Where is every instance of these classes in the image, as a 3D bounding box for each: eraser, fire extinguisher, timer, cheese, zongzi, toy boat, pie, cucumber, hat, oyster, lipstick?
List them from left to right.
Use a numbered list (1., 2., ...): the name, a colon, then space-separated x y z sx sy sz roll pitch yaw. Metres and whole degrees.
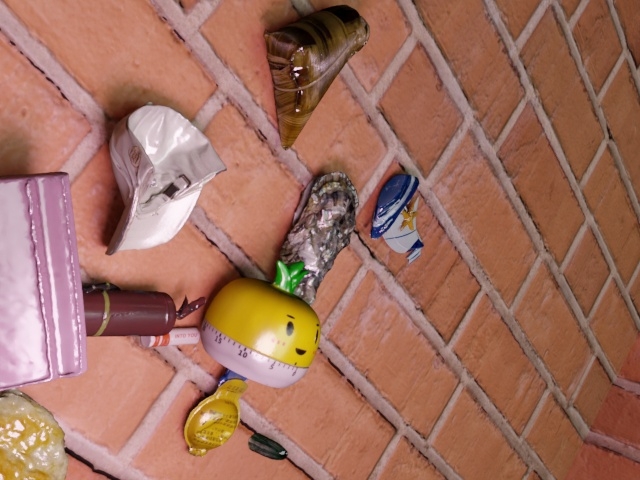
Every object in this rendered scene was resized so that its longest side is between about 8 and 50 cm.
1. pie: -0.639 0.495 1.505 0.395 0.180 0.417 -11 97 -49
2. eraser: -0.553 0.072 1.420 0.272 0.122 0.359 -7 100 -25
3. fire extinguisher: -0.395 0.136 1.665 0.341 0.141 0.105 5 60 -42
4. hat: -0.352 -0.110 1.649 0.301 0.168 0.258 -59 160 17
5. lipstick: -0.327 0.211 1.817 0.131 0.038 0.038 2 100 -45
6. cheese: -0.230 0.389 1.930 0.157 0.064 0.250 27 93 -46
7. cucumber: -0.126 0.517 2.064 0.048 0.105 0.048 -28 126 -47
8. timer: -0.111 0.161 1.846 0.285 0.285 0.285 -15 112 -41
9. zongzi: -0.007 -0.376 1.913 0.286 0.134 0.288 -34 137 -38
10. oyster: -0.004 0.003 2.011 0.162 0.158 0.350 22 70 -12
11. toy boat: 0.224 -0.042 2.292 0.220 0.067 0.291 -51 143 -20
